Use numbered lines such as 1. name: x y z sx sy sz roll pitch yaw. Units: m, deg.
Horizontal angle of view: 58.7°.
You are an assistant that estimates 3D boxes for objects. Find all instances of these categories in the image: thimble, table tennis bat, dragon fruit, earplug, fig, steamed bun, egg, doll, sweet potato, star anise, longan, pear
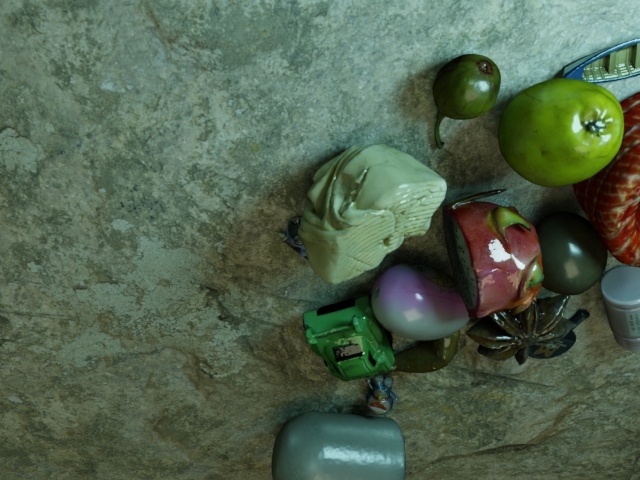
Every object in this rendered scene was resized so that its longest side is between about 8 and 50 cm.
1. thimble: 0.719 -0.131 1.196 0.349 0.231 0.350 -1 132 -2
2. table tennis bat: 0.716 0.286 1.712 0.150 0.027 0.236 15 131 -18
3. dragon fruit: 0.398 0.035 1.282 0.189 0.291 0.291 -13 132 6
4. earplug: 0.041 0.713 1.851 0.393 0.313 0.313 11 130 -11
5. fig: 0.266 -0.266 1.130 0.124 0.124 0.236 5 155 -10
6. steamed bun: 0.086 -0.072 1.209 0.275 0.203 0.289 -5 139 -36
7. egg: 0.255 0.157 1.438 0.271 0.197 0.196 20 128 -36
8. doll: 0.191 0.494 1.810 0.114 0.085 0.152 15 123 12
9. sweet potato: 0.322 0.322 1.657 0.124 0.098 0.310 43 121 -10
10. star anise: 0.572 0.249 1.609 0.314 0.108 0.316 -5 132 -6
11. longan: 0.585 0.034 1.360 0.198 0.198 0.212 -29 153 20
12. pear: 0.452 -0.205 1.095 0.212 0.269 0.213 -1 93 -10

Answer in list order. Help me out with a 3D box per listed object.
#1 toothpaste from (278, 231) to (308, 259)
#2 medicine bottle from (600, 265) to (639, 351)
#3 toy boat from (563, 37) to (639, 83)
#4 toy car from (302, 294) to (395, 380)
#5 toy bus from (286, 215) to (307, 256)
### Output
1. toothpaste: -0.052 0.015 1.391 0.037 0.021 0.140 -43 125 16
2. medicine bottle: 0.856 0.192 1.565 0.133 0.133 0.250 -22 130 14
3. toy boat: 0.579 -0.350 1.104 0.228 0.046 0.080 -14 133 8
4. toy car: 0.081 0.277 1.538 0.213 0.177 0.359 -16 132 10
5. toy bus: 0.000 0.000 1.343 0.167 0.073 0.076 5 131 -12
